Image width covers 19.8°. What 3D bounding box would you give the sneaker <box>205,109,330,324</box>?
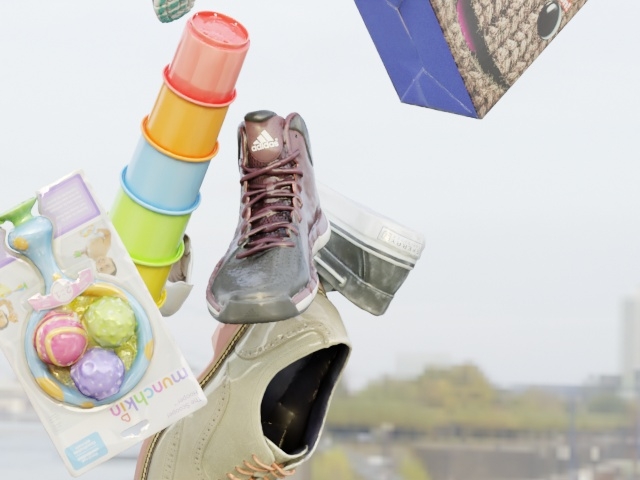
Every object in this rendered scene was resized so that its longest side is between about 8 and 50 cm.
[{"bbox_3d":[-0.058,-0.035,1.740,0.106,0.162,0.281,-5,20,7],"label":"sneaker"}]

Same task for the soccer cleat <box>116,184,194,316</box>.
[{"bbox_3d":[-0.175,-0.006,2.017,0.068,0.196,0.076,17,-43,-40],"label":"soccer cleat"}]

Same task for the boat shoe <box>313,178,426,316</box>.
[{"bbox_3d":[0.000,0.000,2.079,0.121,0.119,0.335,27,1,-24],"label":"boat shoe"}]

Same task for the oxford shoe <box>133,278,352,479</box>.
[{"bbox_3d":[-0.092,0.224,2.004,0.140,0.397,0.146,11,25,-34],"label":"oxford shoe"}]

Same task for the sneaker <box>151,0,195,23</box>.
[{"bbox_3d":[-0.211,-0.363,2.447,0.065,0.076,0.166,-22,-35,-13],"label":"sneaker"}]

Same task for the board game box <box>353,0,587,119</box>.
[{"bbox_3d":[0.191,-0.333,2.227,0.141,0.291,0.232,17,-34,43],"label":"board game box"}]

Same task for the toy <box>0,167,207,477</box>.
[{"bbox_3d":[-0.209,0.072,1.578,0.137,0.237,0.056,-29,4,-9],"label":"toy"}]

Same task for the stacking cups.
[{"bbox_3d":[-0.146,-0.078,1.773,0.096,0.316,0.096,18,30,-11],"label":"stacking cups"}]
